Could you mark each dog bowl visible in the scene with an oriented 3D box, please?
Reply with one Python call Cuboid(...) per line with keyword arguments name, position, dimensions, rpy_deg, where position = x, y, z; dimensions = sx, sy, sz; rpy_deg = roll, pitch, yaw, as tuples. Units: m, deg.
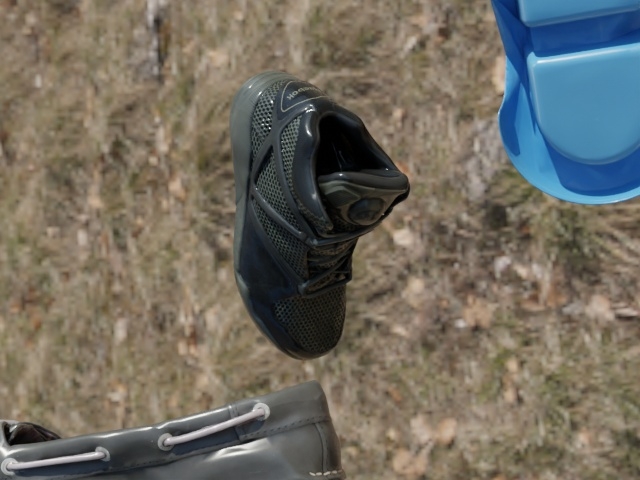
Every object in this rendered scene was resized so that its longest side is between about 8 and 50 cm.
Cuboid(name="dog bowl", position=(0.226, -0.181, 1.004), dimensions=(0.074, 0.166, 0.297), rpy_deg=(-62, -38, -63))

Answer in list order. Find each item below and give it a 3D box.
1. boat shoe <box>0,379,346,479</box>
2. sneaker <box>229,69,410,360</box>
Cuboid(name="boat shoe", position=(-0.148, 0.145, 0.784), dimensions=(0.112, 0.335, 0.095), rpy_deg=(22, -114, -78))
Cuboid(name="sneaker", position=(0.000, 0.000, 0.852), dimensions=(0.130, 0.087, 0.227), rpy_deg=(29, 128, 50))
